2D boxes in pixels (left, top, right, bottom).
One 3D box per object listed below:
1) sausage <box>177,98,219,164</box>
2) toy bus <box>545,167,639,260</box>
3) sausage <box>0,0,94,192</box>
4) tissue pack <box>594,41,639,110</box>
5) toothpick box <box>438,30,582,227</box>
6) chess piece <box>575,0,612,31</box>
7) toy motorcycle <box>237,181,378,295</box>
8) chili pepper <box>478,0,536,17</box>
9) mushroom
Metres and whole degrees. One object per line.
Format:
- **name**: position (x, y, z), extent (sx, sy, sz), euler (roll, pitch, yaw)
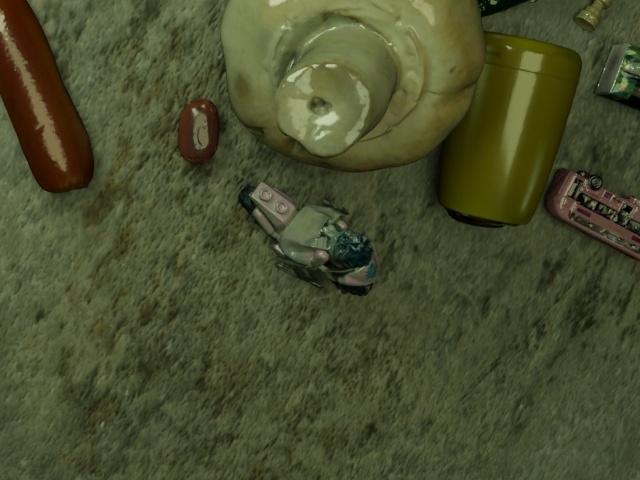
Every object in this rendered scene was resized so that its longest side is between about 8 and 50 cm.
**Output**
- **sausage**: position (-0.173, -0.155, 1.399), extent (0.059, 0.054, 0.094), euler (5, 98, -12)
- **toy bus**: position (0.450, -0.041, 1.539), extent (0.203, 0.063, 0.090), euler (25, 96, -12)
- **sausage**: position (-0.392, -0.203, 1.333), extent (0.089, 0.083, 0.300), euler (-21, 102, 5)
- **tissue pack**: position (0.497, -0.246, 1.505), extent (0.111, 0.079, 0.085), euler (18, 94, -13)
- **toothpick box**: position (0.265, -0.155, 1.428), extent (0.175, 0.175, 0.271), euler (10, 101, -13)
- **chess piece**: position (0.429, -0.366, 1.498), extent (0.035, 0.035, 0.092), euler (38, 87, -14)
- **toy motorcycle**: position (0.003, -0.005, 1.386), extent (0.239, 0.204, 0.108), euler (24, 77, -18)
- **chili pepper**: position (0.294, -0.400, 1.452), extent (0.216, 0.062, 0.108), euler (-33, 97, -4)
- **mushroom**: position (0.038, -0.256, 1.284), extent (0.353, 0.353, 0.325), euler (19, 91, -14)
